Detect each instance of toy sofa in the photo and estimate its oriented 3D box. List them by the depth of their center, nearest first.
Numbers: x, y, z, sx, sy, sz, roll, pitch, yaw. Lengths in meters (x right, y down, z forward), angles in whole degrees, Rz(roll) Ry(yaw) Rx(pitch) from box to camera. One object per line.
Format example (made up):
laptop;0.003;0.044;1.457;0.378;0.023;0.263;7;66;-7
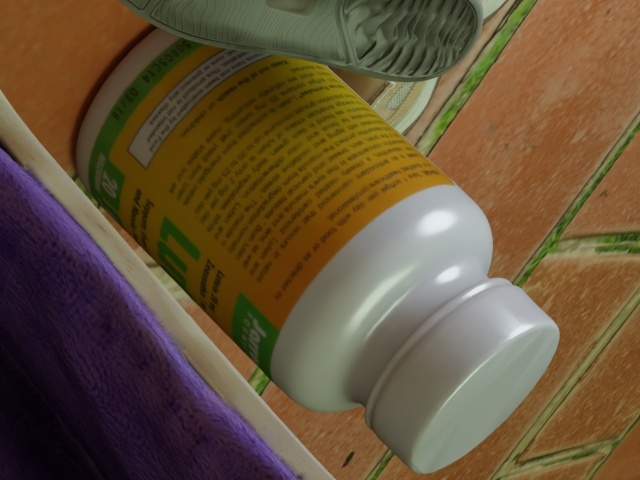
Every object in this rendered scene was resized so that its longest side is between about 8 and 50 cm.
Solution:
toy sofa;-0.133;0.089;0.743;0.150;0.362;0.177;-31;159;-31

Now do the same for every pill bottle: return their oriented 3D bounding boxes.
pill bottle;0.000;0.000;0.966;0.136;0.246;0.136;-37;155;-20

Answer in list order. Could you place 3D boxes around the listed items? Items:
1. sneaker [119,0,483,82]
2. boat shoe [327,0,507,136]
sneaker;-0.035;-0.150;0.893;0.222;0.118;0.083;19;121;-33
boat shoe;0.040;-0.122;1.084;0.190;0.068;0.072;-53;146;-7
